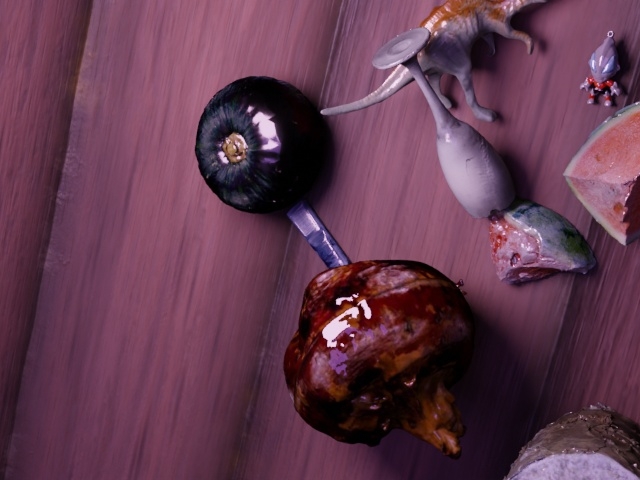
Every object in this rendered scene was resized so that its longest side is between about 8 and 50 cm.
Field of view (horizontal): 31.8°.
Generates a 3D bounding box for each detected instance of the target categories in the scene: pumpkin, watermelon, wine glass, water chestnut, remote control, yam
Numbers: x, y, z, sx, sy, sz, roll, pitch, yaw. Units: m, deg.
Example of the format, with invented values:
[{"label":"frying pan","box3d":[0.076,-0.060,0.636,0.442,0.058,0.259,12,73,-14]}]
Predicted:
[{"label":"pumpkin","box3d":[-0.102,-0.160,1.901,0.233,0.163,0.233,3,97,27]},{"label":"watermelon","box3d":[0.469,-0.127,1.686,0.231,0.128,0.146,-53,46,6]},{"label":"wine glass","box3d":[0.268,-0.215,1.706,0.264,0.096,0.309,-31,117,9]},{"label":"water chestnut","box3d":[0.105,0.197,1.753,0.335,0.335,0.347,-39,63,24]},{"label":"remote control","box3d":[0.001,0.000,1.947,0.043,0.027,0.152,-43,76,27]},{"label":"watermelon","box3d":[0.330,0.019,1.777,0.187,0.071,0.139,36,114,17]},{"label":"yam","box3d":[0.382,0.382,1.650,0.241,0.348,0.241,3,98,18]}]

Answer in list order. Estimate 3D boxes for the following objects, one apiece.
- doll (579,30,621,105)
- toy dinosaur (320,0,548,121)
[{"label":"doll","box3d":[0.430,-0.262,1.711,0.057,0.039,0.114,32,125,54]},{"label":"toy dinosaur","box3d":[0.186,-0.274,1.763,0.393,0.092,0.205,-14,123,5]}]
